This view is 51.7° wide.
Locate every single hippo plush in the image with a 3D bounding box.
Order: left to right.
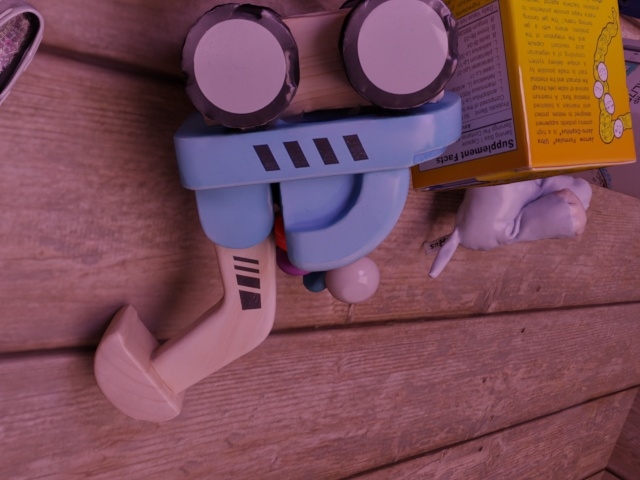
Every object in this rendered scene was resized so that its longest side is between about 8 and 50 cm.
[{"bbox_3d":[0.286,-0.121,1.099,0.294,0.234,0.237,-16,109,11],"label":"hippo plush"}]

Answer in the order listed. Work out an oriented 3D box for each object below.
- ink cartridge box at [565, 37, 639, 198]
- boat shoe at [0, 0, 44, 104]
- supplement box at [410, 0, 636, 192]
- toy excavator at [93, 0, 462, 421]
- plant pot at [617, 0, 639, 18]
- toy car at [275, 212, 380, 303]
[{"bbox_3d":[0.550,-0.227,1.202,0.198,0.270,0.197,-42,133,-20],"label":"ink cartridge box"},{"bbox_3d":[-0.310,-0.136,0.586,0.184,0.063,0.066,-52,136,-11],"label":"boat shoe"},{"bbox_3d":[0.222,-0.250,0.801,0.195,0.194,0.357,-7,91,-32],"label":"supplement box"},{"bbox_3d":[-0.059,-0.024,0.720,0.432,0.222,0.446,-7,109,-1],"label":"toy excavator"},{"bbox_3d":[0.468,-0.511,1.024,0.236,0.212,0.236,-55,137,-9],"label":"plant pot"},{"bbox_3d":[0.000,0.000,0.910,0.136,0.159,0.182,-15,128,3],"label":"toy car"}]
